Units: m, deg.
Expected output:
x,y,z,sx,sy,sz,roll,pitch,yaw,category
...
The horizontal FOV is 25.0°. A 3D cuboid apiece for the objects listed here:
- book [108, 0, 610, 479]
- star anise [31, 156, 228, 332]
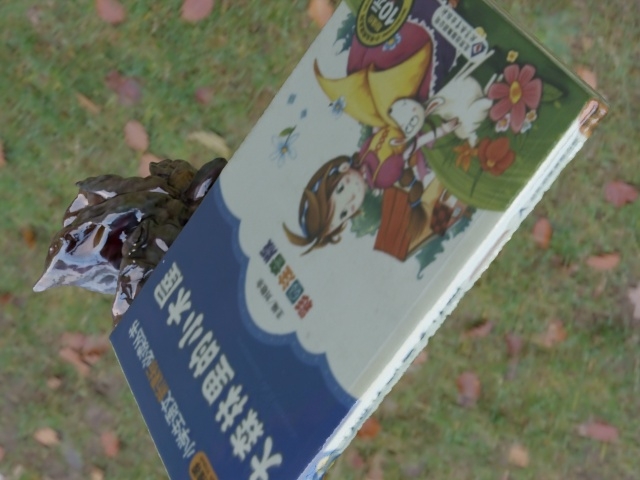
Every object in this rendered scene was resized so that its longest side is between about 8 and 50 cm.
x,y,z,sx,sy,sz,roll,pitch,yaw,category
0.000,0.000,0.793,0.018,0.228,0.322,25,108,-36,book
-0.088,-0.010,1.080,0.223,0.236,0.109,18,115,41,star anise
